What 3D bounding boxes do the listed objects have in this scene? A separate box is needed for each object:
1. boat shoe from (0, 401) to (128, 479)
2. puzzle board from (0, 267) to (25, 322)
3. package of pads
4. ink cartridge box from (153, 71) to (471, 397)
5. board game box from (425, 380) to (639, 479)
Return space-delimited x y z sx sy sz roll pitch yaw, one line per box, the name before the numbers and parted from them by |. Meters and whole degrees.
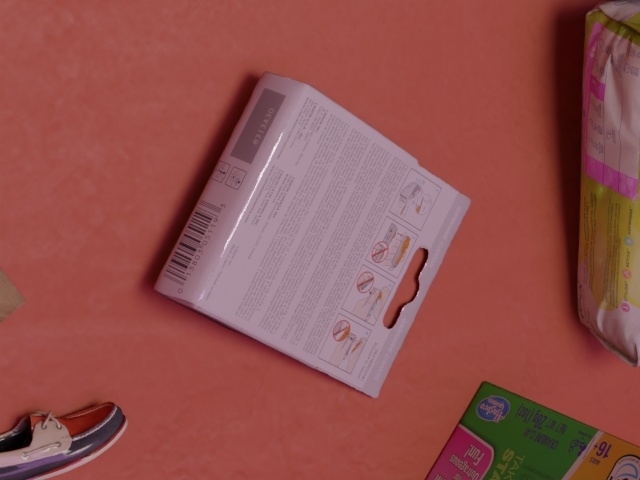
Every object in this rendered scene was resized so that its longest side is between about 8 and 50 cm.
boat shoe | -0.201 0.144 1.329 0.137 0.049 0.043 -25 108 -17
puzzle board | -0.275 0.024 1.286 0.096 0.011 0.128 -41 115 -14
package of pads | 0.317 -0.061 1.498 0.229 0.101 0.296 -15 119 -21
ink cartridge box | 0.000 0.000 1.418 0.225 0.056 0.181 31 84 -48
board game box | 0.127 0.280 1.420 0.064 0.242 0.316 35 82 -28
